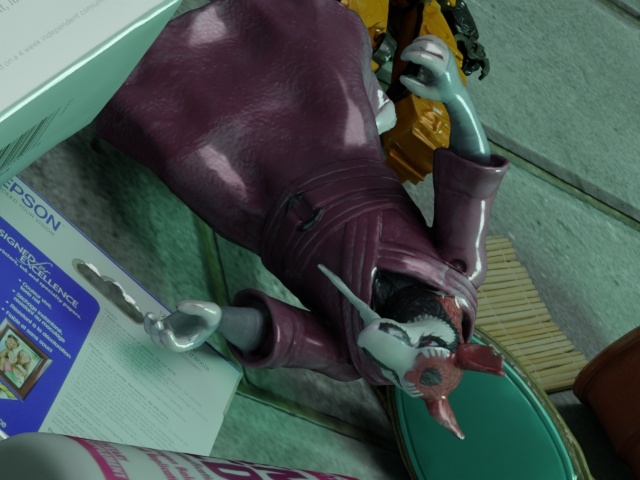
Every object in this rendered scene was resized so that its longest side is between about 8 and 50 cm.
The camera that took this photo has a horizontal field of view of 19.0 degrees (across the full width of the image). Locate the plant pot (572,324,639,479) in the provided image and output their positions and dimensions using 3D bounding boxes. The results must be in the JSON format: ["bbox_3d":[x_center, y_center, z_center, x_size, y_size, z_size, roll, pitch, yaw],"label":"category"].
[{"bbox_3d":[0.371,0.188,1.496,0.272,0.272,0.265,9,55,-51],"label":"plant pot"}]

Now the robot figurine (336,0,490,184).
[{"bbox_3d":[0.052,-0.178,1.667,0.211,0.085,0.291,39,30,-18],"label":"robot figurine"}]

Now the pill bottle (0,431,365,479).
[{"bbox_3d":[-0.039,0.190,0.953,0.283,0.160,0.160,14,43,-38],"label":"pill bottle"}]

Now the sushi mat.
[{"bbox_3d":[0.108,0.064,1.509,0.316,0.019,0.151,-4,57,-57],"label":"sushi mat"}]

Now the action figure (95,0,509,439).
[{"bbox_3d":[0.000,0.000,1.257,0.370,0.248,0.275,56,-5,33],"label":"action figure"}]

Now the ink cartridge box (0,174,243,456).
[{"bbox_3d":[-0.150,0.077,1.094,0.206,0.045,0.208,43,29,-12],"label":"ink cartridge box"}]

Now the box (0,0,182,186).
[{"bbox_3d":[-0.280,-0.171,1.014,0.345,0.168,0.215,49,56,1],"label":"box"}]

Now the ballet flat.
[{"bbox_3d":[0.162,0.202,1.332,0.342,0.116,0.124,52,8,7],"label":"ballet flat"}]
